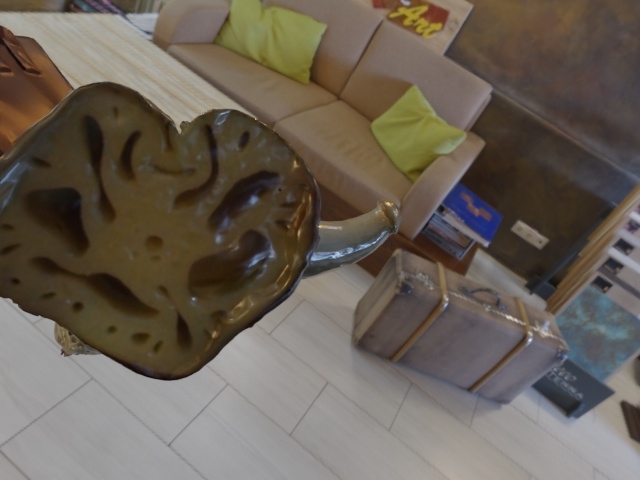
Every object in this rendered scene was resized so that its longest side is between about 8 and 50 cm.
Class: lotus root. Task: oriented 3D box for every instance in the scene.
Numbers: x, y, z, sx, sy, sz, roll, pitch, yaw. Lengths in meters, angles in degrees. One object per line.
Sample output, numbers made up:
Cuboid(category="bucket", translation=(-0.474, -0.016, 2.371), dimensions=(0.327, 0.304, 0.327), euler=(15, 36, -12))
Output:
Cuboid(category="lotus root", translation=(-0.118, -0.028, 0.370), dimensions=(0.188, 0.199, 0.180), euler=(49, 2, -25))

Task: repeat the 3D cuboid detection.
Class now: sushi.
Cuboid(category="sushi", translation=(-0.483, 0.185, 1.045), dimensions=(0.130, 0.332, 0.124), euler=(10, 66, -42))

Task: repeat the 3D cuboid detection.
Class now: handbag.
Cuboid(category="handbag", translation=(-0.367, -0.142, 0.591), dimensions=(0.275, 0.084, 0.260), euler=(54, 14, -13))

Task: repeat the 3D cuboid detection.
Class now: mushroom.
Cuboid(category="mushroom", translation=(0.000, 0.000, 0.732), dimensions=(0.270, 0.118, 0.103), euler=(-9, 41, -24))
